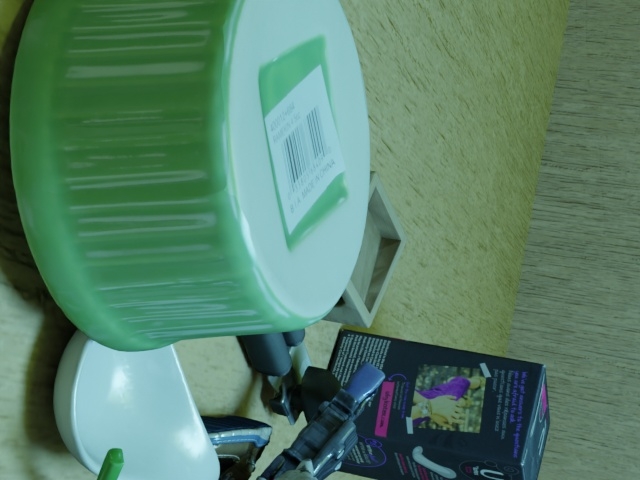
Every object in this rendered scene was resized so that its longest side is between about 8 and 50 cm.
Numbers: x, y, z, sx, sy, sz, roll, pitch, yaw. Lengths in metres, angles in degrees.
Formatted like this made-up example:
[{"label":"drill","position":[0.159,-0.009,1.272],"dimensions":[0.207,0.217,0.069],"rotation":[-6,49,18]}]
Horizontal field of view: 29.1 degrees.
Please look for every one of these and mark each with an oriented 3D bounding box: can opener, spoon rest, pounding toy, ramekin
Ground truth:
[{"label":"can opener","position":[-0.031,0.106,1.291],"dimensions":[0.280,0.093,0.074],"rotation":[69,36,-49]},{"label":"spoon rest","position":[-0.139,0.152,0.987],"dimensions":[0.276,0.084,0.137],"rotation":[76,29,-52]},{"label":"pounding toy","position":[-0.005,0.004,1.319],"dimensions":[0.181,0.094,0.206],"rotation":[-65,147,-28]},{"label":"ramekin","position":[-0.074,-0.070,0.890],"dimensions":[0.303,0.148,0.303],"rotation":[-1,90,-68]}]

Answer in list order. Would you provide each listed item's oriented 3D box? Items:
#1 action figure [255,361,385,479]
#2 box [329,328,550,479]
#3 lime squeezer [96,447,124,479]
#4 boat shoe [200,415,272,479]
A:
[{"label":"action figure","position":[0.010,0.303,1.233],"dimensions":[0.341,0.179,0.330],"rotation":[-50,150,-21]},{"label":"box","position":[0.147,0.230,1.580],"dimensions":[0.165,0.270,0.143],"rotation":[71,33,-55]},{"label":"lime squeezer","position":[-0.144,0.252,0.977],"dimensions":[0.310,0.110,0.058],"rotation":[62,27,-52]},{"label":"boat shoe","position":[-0.090,0.206,1.185],"dimensions":[0.183,0.066,0.066],"rotation":[26,75,-71]}]
